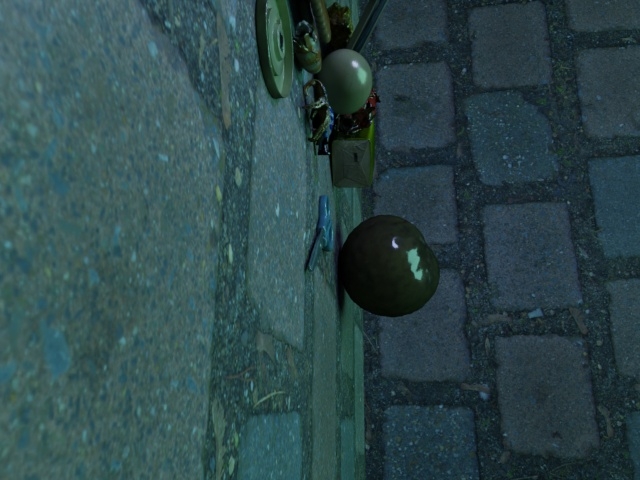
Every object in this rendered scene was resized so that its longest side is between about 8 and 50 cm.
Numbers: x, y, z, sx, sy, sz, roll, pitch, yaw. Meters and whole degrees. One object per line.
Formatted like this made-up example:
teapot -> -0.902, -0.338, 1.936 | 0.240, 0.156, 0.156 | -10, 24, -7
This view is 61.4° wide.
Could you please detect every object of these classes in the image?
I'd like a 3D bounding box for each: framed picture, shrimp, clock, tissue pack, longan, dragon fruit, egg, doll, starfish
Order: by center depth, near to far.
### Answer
clock -> -0.093, -0.422, 1.150 | 0.235, 0.029, 0.235 | -2, 90, -81
shrimp -> -0.029, -0.561, 1.480 | 0.185, 0.068, 0.287 | 76, 14, -49
starfish -> -0.009, -0.365, 1.574 | 0.190, 0.074, 0.147 | 76, 9, -60
doll -> 0.008, -0.366, 1.693 | 0.096, 0.070, 0.195 | -162, -110, -67
egg -> 0.079, -0.521, 1.791 | 0.242, 0.185, 0.186 | 84, 7, -61
framed picture -> 0.167, -0.771, 1.936 | 0.326, 0.028, 0.446 | -59, -178, -42
dragon fruit -> 0.115, -0.490, 2.007 | 0.193, 0.192, 0.274 | 94, 14, -64
tissue pack -> 0.135, -0.360, 2.166 | 0.275, 0.167, 0.201 | -80, 168, -58
longan -> 0.275, 0.117, 2.239 | 0.436, 0.403, 0.404 | 58, 22, -25

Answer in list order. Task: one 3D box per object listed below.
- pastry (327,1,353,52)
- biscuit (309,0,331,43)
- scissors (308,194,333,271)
pastry -> 0.087, -0.830, 2.192 | 0.250, 0.102, 0.154 | 72, 14, -56
biscuit -> -0.030, -0.698, 1.392 | 0.325, 0.044, 0.217 | 65, 14, -56
scissors -> 0.000, 0.000, 1.656 | 0.447, 0.029, 0.193 | -71, 157, -68
